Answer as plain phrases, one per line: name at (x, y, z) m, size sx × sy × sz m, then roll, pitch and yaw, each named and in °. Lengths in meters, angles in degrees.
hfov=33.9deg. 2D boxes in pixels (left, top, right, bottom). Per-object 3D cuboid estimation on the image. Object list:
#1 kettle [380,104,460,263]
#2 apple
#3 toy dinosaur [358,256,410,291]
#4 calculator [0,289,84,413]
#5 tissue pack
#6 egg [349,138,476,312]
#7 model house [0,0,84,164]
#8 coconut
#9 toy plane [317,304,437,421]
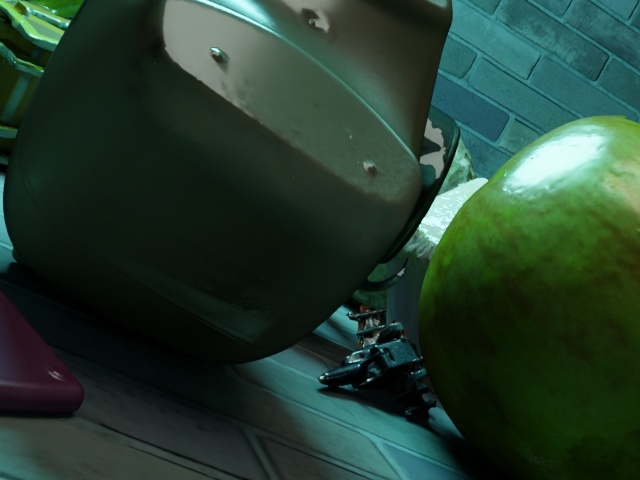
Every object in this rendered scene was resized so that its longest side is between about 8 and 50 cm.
kettle at (-0.037, -0.107, 1.127) m, size 0.308 × 0.203 × 0.262 m, roll 28°, pitch -30°, yaw -8°
apple at (0.261, 0.073, 0.932) m, size 0.339 × 0.340 × 0.339 m, roll 28°, pitch 5°, yaw -3°
toy dinosaur at (-0.007, 0.008, 1.286) m, size 0.076 × 0.147 × 0.363 m, roll 25°, pitch 15°, yaw -27°
calculator at (-0.215, 0.030, 0.560) m, size 0.190 × 0.034 × 0.126 m, roll 33°, pitch 5°, yaw 33°
tissue pack at (-0.069, -0.101, 0.806) m, size 0.267 × 0.277 × 0.387 m, roll 31°, pitch 45°, yaw -18°
egg at (0.097, -0.055, 1.481) m, size 0.279 × 0.310 × 0.279 m, roll -10°, pitch 5°, yaw 1°
model house at (-0.351, -0.220, 1.167) m, size 0.357 × 0.243 × 0.313 m, roll 30°, pitch 8°, yaw -4°
coconut at (0.192, 0.068, 1.277) m, size 0.233 × 0.245 × 0.233 m, roll -2°, pitch 34°, yaw 1°
toy plane at (0.053, 0.115, 0.976) m, size 0.130 × 0.061 × 0.189 m, roll 62°, pitch 19°, yaw 15°
